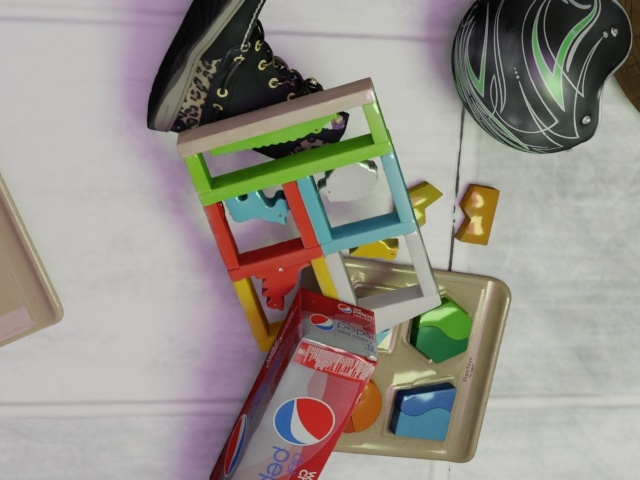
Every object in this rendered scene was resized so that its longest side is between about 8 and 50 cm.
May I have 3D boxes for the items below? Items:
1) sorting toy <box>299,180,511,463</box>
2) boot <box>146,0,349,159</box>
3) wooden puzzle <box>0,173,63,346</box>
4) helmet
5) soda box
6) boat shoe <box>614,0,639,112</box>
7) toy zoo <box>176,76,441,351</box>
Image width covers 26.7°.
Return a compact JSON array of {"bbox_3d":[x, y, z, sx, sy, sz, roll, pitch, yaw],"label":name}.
[{"bbox_3d":[0.087,0.085,1.423,0.229,0.041,0.307,9,101,-15],"label":"sorting toy"},{"bbox_3d":[-0.045,-0.165,1.272,0.178,0.085,0.236,19,136,-20],"label":"boot"},{"bbox_3d":[-0.396,0.024,1.298,0.238,0.044,0.221,-22,107,-3],"label":"wooden puzzle"},{"bbox_3d":[0.211,-0.172,1.330,0.169,0.169,0.161,33,78,-18],"label":"helmet"},{"bbox_3d":[-0.031,0.182,1.349,0.083,0.092,0.263,19,118,-12],"label":"soda box"},{"bbox_3d":[0.404,-0.167,1.414,0.341,0.121,0.110,55,50,-21],"label":"boat shoe"},{"bbox_3d":[0.000,0.000,1.313,0.192,0.030,0.293,-15,120,8],"label":"toy zoo"}]
